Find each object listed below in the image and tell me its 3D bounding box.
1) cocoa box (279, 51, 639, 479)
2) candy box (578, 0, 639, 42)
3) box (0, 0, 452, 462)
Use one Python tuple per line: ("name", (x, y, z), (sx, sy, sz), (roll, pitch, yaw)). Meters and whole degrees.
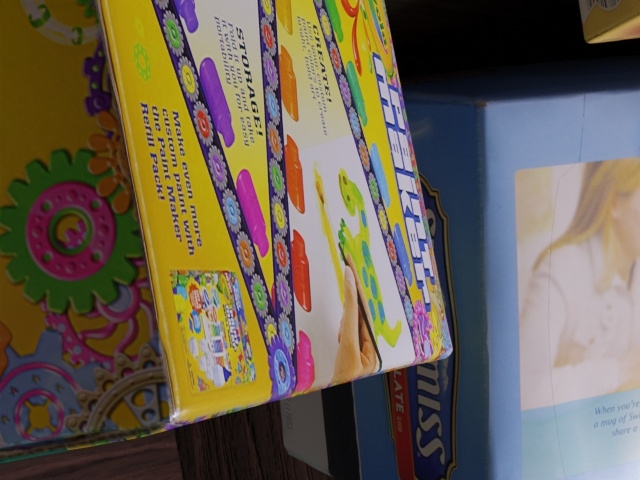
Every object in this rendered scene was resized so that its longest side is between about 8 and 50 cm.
("cocoa box", (0.172, 0.011, 0.877), (0.347, 0.231, 0.228), (-7, -169, -28))
("candy box", (0.190, -0.127, 0.599), (0.109, 0.053, 0.186), (-8, 174, -19))
("box", (-0.139, -0.014, 0.483), (0.290, 0.177, 0.279), (-12, 175, 16))
